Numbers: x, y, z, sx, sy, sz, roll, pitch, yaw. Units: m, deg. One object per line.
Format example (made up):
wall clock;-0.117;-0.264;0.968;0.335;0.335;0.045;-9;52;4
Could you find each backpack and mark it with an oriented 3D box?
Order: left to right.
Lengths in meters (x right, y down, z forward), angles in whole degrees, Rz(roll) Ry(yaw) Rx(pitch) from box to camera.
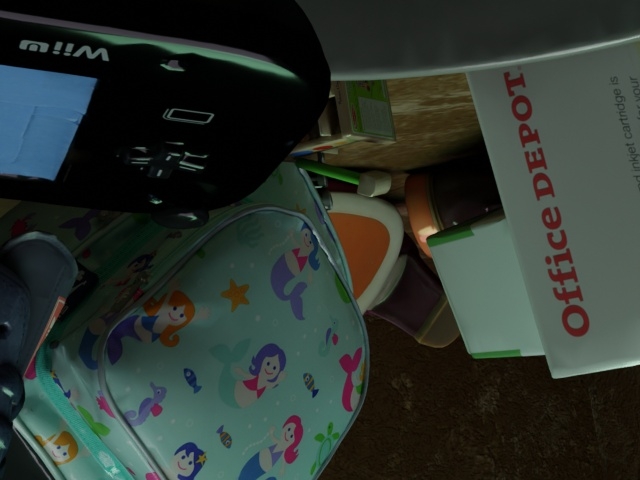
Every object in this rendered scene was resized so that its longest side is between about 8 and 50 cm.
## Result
backpack;-0.085;0.053;0.870;0.191;0.225;0.253;2;-138;38

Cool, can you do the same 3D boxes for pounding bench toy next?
pounding bench toy;0.001;-0.059;0.833;0.065;0.083;0.052;-13;173;30

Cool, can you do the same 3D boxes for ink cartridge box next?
ink cartridge box;0.257;-0.008;1.215;0.278;0.117;0.201;-22;-179;-18
ink cartridge box;0.221;-0.050;0.733;0.232;0.171;0.168;-13;-176;32

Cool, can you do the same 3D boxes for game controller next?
game controller;-0.161;-0.056;0.462;0.319;0.067;0.166;6;171;-16

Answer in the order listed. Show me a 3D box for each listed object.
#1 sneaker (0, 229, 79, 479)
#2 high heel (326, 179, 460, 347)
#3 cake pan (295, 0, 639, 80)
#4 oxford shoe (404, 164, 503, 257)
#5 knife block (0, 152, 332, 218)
sneaker;-0.159;0.073;0.623;0.148;0.350;0.131;-17;-175;-15
high heel;0.000;0.000;1.383;0.181;0.127;0.377;37;178;30
cake pan;0.082;-0.120;0.537;0.293;0.054;0.293;-9;174;-1
oxford shoe;0.164;-0.018;1.407;0.098;0.097;0.271;-15;171;18
knife block;-0.129;-0.027;1.040;0.275;0.242;0.088;37;165;-5
